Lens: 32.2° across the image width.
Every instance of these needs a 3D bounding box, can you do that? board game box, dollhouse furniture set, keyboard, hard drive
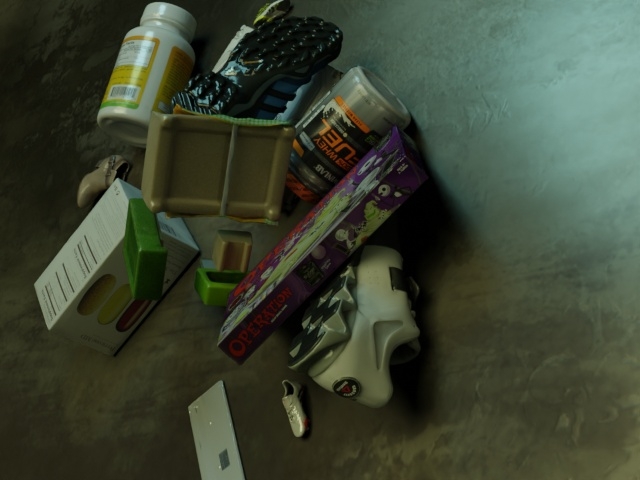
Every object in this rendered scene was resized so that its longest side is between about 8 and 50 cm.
[{"bbox_3d":[0.000,0.000,1.481,0.347,0.056,0.208,-45,7,12],"label":"board game box"},{"bbox_3d":[-0.167,-0.070,1.609,0.151,0.198,0.301,-114,32,-58],"label":"dollhouse furniture set"},{"bbox_3d":[-0.141,0.316,1.570,0.072,0.014,0.256,-36,45,18],"label":"keyboard"},{"bbox_3d":[-0.094,-0.205,1.802,0.237,0.064,0.339,-57,40,3],"label":"hard drive"}]

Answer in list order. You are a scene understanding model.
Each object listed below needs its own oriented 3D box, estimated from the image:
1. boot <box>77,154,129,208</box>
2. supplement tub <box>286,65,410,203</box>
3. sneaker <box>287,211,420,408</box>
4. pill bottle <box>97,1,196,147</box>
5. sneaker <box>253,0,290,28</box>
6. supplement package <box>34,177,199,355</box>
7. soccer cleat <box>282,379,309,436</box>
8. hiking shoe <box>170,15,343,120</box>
[{"bbox_3d":[-0.407,-0.109,2.086,0.087,0.042,0.118,14,77,47],"label":"boot"},{"bbox_3d":[0.027,-0.148,1.597,0.190,0.117,0.117,-45,42,17],"label":"supplement tub"},{"bbox_3d":[0.066,0.087,1.425,0.122,0.146,0.330,-42,16,39],"label":"sneaker"},{"bbox_3d":[-0.308,-0.304,2.028,0.136,0.136,0.245,-4,63,45],"label":"pill bottle"},{"bbox_3d":[-0.087,-0.405,1.942,0.083,0.031,0.035,-30,47,31],"label":"sneaker"},{"bbox_3d":[-0.342,0.047,1.844,0.244,0.139,0.134,-50,39,13],"label":"supplement package"},{"bbox_3d":[-0.036,0.225,1.494,0.029,0.036,0.083,-30,47,31],"label":"soccer cleat"},{"bbox_3d":[-0.093,-0.226,1.654,0.304,0.132,0.113,-35,60,-20],"label":"hiking shoe"}]
